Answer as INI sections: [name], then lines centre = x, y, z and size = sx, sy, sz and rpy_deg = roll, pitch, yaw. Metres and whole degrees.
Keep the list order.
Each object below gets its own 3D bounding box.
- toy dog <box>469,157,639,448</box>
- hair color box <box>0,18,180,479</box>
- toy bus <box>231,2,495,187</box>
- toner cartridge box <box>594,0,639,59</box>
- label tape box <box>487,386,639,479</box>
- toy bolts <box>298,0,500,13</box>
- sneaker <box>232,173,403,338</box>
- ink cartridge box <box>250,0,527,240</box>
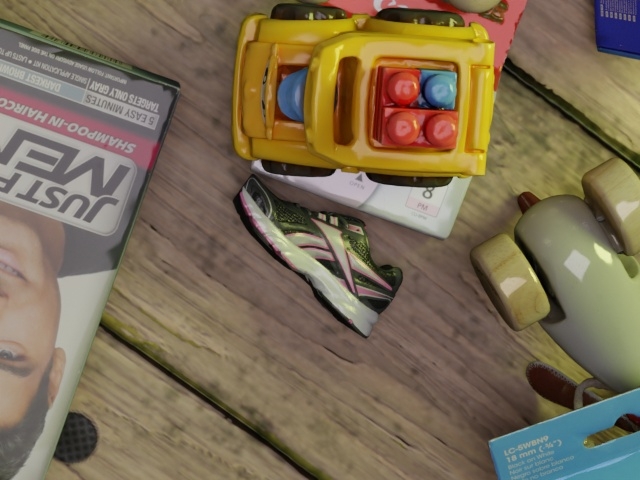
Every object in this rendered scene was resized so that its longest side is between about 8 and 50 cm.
[toy dog]
centre = 0.243, 0.076, 1.717
size = 0.220, 0.161, 0.334
rpy_deg = -10, 113, -6
[hair color box]
centre = -0.267, 0.012, 1.665
size = 0.185, 0.113, 0.375
rpy_deg = 19, 96, -7
[toy bus]
centre = 0.038, -0.112, 1.572
size = 0.220, 0.211, 0.150
rpy_deg = 4, 99, -3
[toner cartridge box]
centre = 0.300, -0.322, 1.611
size = 0.075, 0.165, 0.348
rpy_deg = -13, 109, -27
[label tape box]
centre = 0.295, 0.278, 1.668
size = 0.240, 0.106, 0.334
rpy_deg = -20, 131, -2
[toy bolts]
centre = 0.060, -0.271, 1.620
size = 0.228, 0.218, 0.159
rpy_deg = 4, 98, 10
[sneaker]
centre = 0.000, 0.000, 1.715
size = 0.077, 0.072, 0.178
rpy_deg = -47, 107, -8
[ink cartridge box]
centre = 0.063, -0.140, 1.702
size = 0.189, 0.066, 0.232
rpy_deg = 20, 99, -6
